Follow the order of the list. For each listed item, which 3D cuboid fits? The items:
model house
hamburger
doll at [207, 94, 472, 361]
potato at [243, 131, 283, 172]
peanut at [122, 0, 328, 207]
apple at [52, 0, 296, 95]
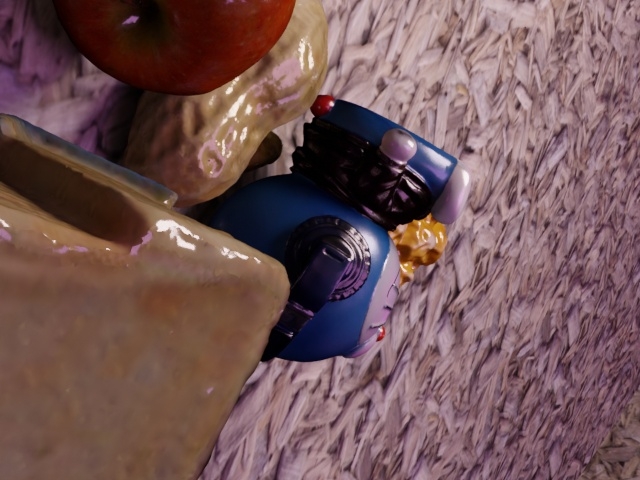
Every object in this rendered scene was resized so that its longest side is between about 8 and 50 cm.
[{"bbox_3d":[-0.297,0.057,0.836,0.382,0.343,0.334,27,90,-50],"label":"model house"},{"bbox_3d":[0.092,-0.034,1.548,0.237,0.149,0.237,-32,130,-49],"label":"hamburger"},{"bbox_3d":[0.000,0.000,1.313,0.310,0.240,0.284,-60,-169,-1],"label":"doll"},{"bbox_3d":[-0.078,-0.107,1.340,0.092,0.045,0.046,-23,85,-48],"label":"potato"},{"bbox_3d":[-0.090,-0.161,1.202,0.313,0.152,0.152,-51,143,-27],"label":"peanut"},{"bbox_3d":[-0.127,-0.251,1.038,0.230,0.230,0.230,-32,131,-47],"label":"apple"}]
